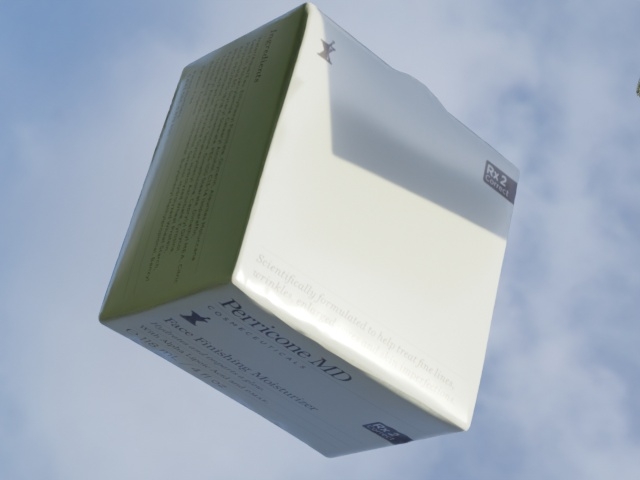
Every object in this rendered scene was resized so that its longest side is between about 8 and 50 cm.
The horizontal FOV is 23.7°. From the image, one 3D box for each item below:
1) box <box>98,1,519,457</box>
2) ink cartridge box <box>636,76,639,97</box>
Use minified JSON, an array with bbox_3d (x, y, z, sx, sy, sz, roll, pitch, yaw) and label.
[{"bbox_3d":[0.000,0.000,0.857,0.119,0.181,0.182,-20,-135,45],"label":"box"},{"bbox_3d":[0.260,-0.089,0.832,0.061,0.181,0.104,9,-103,50],"label":"ink cartridge box"}]
